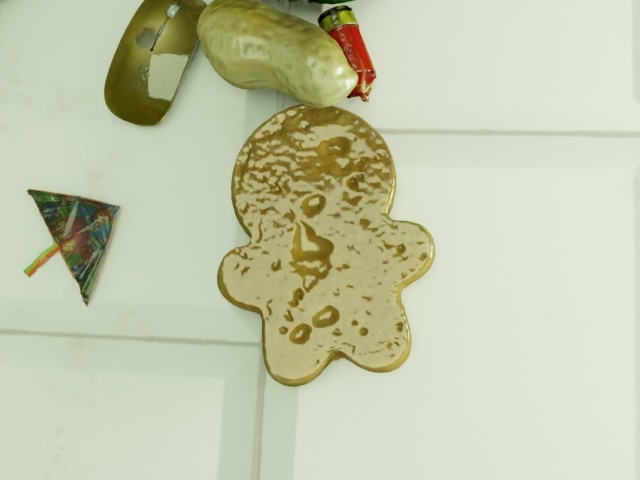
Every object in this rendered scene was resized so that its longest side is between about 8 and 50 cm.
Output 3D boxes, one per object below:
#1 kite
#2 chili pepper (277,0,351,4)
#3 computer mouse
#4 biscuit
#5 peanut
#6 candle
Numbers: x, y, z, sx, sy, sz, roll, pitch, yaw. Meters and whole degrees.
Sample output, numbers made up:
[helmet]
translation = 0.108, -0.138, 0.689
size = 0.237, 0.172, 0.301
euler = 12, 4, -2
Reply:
[kite]
translation = -0.334, -0.003, 1.129
size = 0.159, 0.010, 0.190
euler = -31, 75, 3
[chili pepper]
translation = -0.035, -0.386, 1.096
size = 0.265, 0.116, 0.148
euler = 8, 46, 3
[computer mouse]
translation = -0.221, -0.251, 1.141
size = 0.102, 0.045, 0.199
euler = 23, 84, 9
[biscuit]
translation = 0.000, 0.001, 1.059
size = 0.275, 0.052, 0.354
euler = -13, 76, 3
[peanut]
translation = -0.058, -0.233, 1.067
size = 0.236, 0.120, 0.110
euler = 31, 113, 24
[candle]
translation = 0.039, -0.240, 1.099
size = 0.052, 0.052, 0.130
euler = -21, 79, 4
